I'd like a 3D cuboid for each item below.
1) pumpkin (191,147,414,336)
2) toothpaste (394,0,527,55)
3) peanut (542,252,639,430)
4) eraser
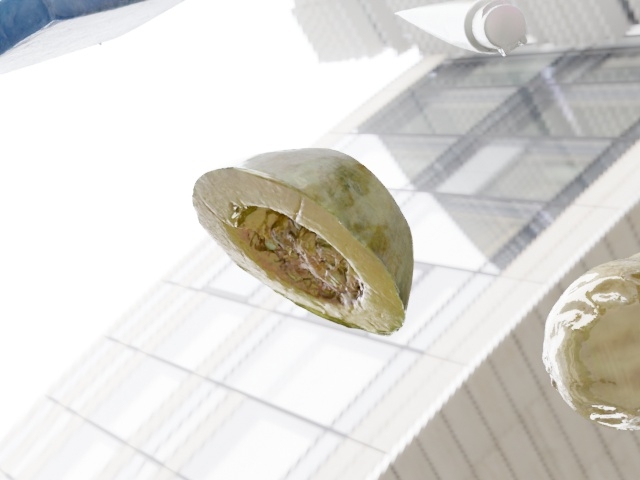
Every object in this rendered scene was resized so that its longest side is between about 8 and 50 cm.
[{"bbox_3d":[0.004,-0.016,1.176,0.217,0.217,0.110,51,-122,-22],"label":"pumpkin"},{"bbox_3d":[0.138,-0.213,1.319,0.056,0.314,0.058,-33,-78,-1],"label":"toothpaste"},{"bbox_3d":[0.343,0.102,1.441,0.387,0.192,0.169,-11,-108,-61],"label":"peanut"},{"bbox_3d":[-0.206,-0.200,1.183,0.043,0.144,0.312,63,-152,-6],"label":"eraser"}]
